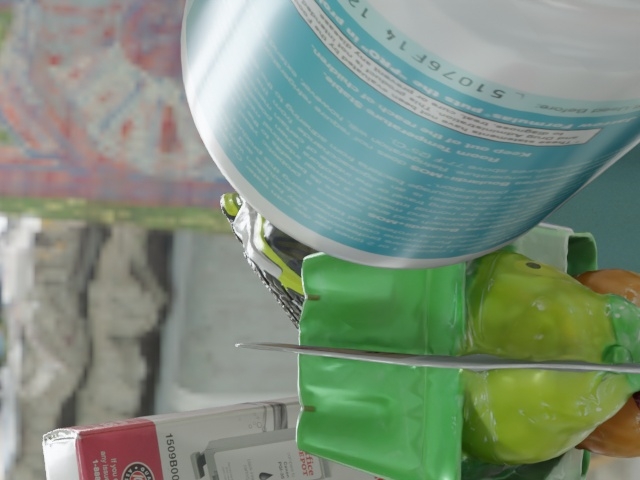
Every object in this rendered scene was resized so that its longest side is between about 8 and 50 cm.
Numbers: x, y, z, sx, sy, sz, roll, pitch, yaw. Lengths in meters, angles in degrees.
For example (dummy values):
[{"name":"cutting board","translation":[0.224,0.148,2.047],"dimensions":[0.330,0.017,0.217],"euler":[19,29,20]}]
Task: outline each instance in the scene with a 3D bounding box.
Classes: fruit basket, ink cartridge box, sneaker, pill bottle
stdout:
[{"name":"fruit basket","translation":[0.179,0.055,0.980],"dimensions":[0.353,0.327,0.165],"euler":[-6,84,25]},{"name":"ink cartridge box","translation":[-0.066,0.237,1.478],"dimensions":[0.117,0.283,0.207],"euler":[160,103,-66]},{"name":"sneaker","translation":[0.000,0.000,1.575],"dimensions":[0.111,0.121,0.300],"euler":[54,-179,-29]},{"name":"pill bottle","translation":[0.038,-0.076,0.540],"dimensions":[0.264,0.146,0.146],"euler":[130,137,-69]}]

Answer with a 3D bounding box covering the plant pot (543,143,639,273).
[{"name":"plant pot","translation":[0.266,-0.004,1.799],"dimensions":[0.166,0.165,0.234],"euler":[-59,-21,-83]}]
